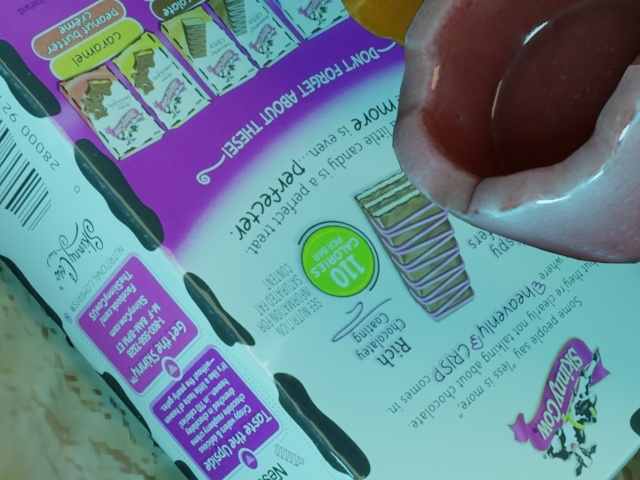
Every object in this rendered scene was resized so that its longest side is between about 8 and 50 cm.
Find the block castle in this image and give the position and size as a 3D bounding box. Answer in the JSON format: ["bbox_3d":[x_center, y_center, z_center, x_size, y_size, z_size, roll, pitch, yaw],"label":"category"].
[{"bbox_3d":[0.099,-0.218,0.573,0.213,0.303,0.453,29,29,-41],"label":"block castle"}]

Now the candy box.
[{"bbox_3d":[0.000,0.000,0.611,0.233,0.071,0.159,49,49,5],"label":"candy box"}]
